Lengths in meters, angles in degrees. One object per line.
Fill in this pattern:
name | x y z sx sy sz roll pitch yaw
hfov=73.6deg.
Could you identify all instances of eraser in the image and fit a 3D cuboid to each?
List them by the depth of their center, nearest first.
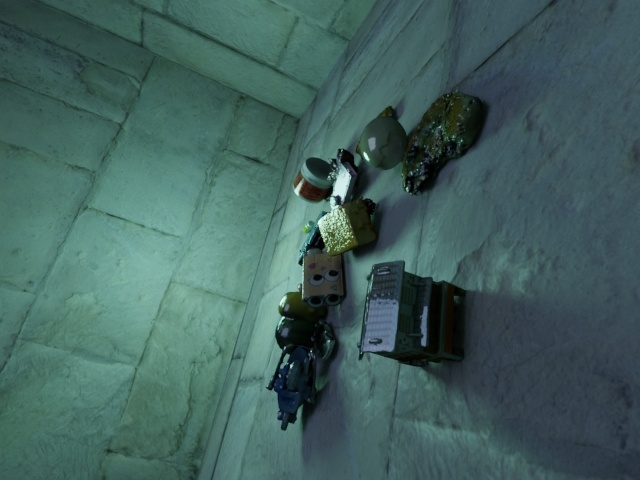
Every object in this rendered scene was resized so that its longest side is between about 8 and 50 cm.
eraser | 0.010 0.150 1.822 0.290 0.171 0.087 -91 -6 -50

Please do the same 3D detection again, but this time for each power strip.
power strip | 0.103 -0.230 1.980 0.109 0.038 0.278 60 149 37
power strip | 0.054 -0.186 2.016 0.083 0.035 0.055 24 122 58

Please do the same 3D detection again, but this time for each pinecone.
pinecone | 0.185 -0.129 1.722 0.083 0.077 0.077 -58 11 -25

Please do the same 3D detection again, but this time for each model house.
model house | 0.206 0.192 1.041 0.198 0.216 0.224 137 148 -60

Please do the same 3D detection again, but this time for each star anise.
star anise | 0.120 -0.330 2.073 0.223 0.109 0.235 -140 49 -64

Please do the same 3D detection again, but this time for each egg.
egg | 0.237 -0.358 1.623 0.183 0.183 0.217 -46 22 54

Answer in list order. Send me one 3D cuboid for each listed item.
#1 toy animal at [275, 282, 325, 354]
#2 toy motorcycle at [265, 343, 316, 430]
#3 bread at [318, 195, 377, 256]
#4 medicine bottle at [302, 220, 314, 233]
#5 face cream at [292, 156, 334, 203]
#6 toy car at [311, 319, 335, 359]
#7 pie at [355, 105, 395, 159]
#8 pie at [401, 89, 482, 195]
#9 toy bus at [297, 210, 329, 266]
toy animal | -0.097 0.329 1.860 0.216 0.191 0.338 -20 47 50
toy motorcycle | -0.084 0.563 1.676 0.241 0.182 0.318 -21 -50 -51
bread | 0.102 -0.047 1.713 0.275 0.114 0.184 -29 78 62
medicine bottle | -0.070 -0.078 2.502 0.083 0.047 0.047 130 154 -51
face cream | -0.034 -0.337 2.419 0.201 0.201 0.187 -88 24 -46
toy car | 0.016 0.391 1.683 0.095 0.056 0.205 -66 21 13
pie | 0.249 -0.491 1.945 0.282 0.069 0.128 -47 29 44
pie | 0.369 -0.321 1.359 0.371 0.078 0.296 128 157 -48
toy bus | 0.000 0.000 2.054 0.271 0.133 0.164 -61 14 19
